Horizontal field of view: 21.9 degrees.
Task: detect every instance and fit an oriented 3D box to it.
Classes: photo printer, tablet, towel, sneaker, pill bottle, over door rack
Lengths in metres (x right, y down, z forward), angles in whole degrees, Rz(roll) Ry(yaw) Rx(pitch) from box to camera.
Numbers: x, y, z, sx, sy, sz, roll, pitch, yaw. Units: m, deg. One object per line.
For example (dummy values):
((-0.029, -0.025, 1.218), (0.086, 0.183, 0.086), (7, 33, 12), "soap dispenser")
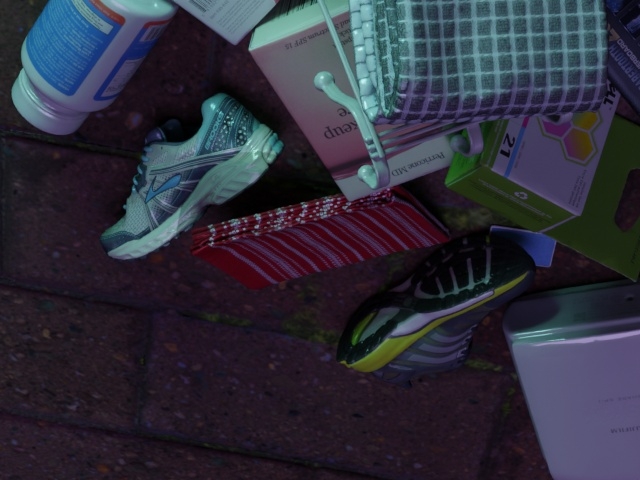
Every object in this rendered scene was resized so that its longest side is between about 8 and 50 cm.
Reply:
((0.388, 0.194, 2.121), (0.256, 0.107, 0.307), (-9, 128, 15), "photo printer")
((0.248, 0.007, 2.050), (0.083, 0.006, 0.054), (8, 130, 1), "tablet")
((0.000, 0.000, 2.008), (0.275, 0.031, 0.199), (-14, 158, 19), "towel")
((0.161, 0.094, 2.087), (0.121, 0.111, 0.300), (33, 133, -30), "sneaker")
((-0.175, -0.081, 1.997), (0.283, 0.110, 0.122), (-35, 100, 28), "sneaker")
((-0.260, -0.223, 1.856), (0.124, 0.124, 0.221), (30, 127, -16), "pill bottle")
((0.151, -0.256, 1.585), (0.235, 0.121, 0.284), (-5, 92, -19), "towel")
((0.101, -0.240, 1.689), (0.239, 0.108, 0.324), (-20, 97, -18), "over door rack")

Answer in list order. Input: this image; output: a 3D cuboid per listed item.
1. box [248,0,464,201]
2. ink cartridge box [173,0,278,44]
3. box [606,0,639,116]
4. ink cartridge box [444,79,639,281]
((0.045, -0.183, 1.842), (0.148, 0.127, 0.232), (-20, 124, 23), "box")
((-0.125, -0.337, 1.760), (0.218, 0.092, 0.158), (34, 127, -21), "ink cartridge box")
((0.358, -0.249, 1.742), (0.183, 0.059, 0.232), (-42, 115, 8), "box")
((0.290, -0.097, 1.827), (0.255, 0.189, 0.097), (26, 159, -13), "ink cartridge box")
